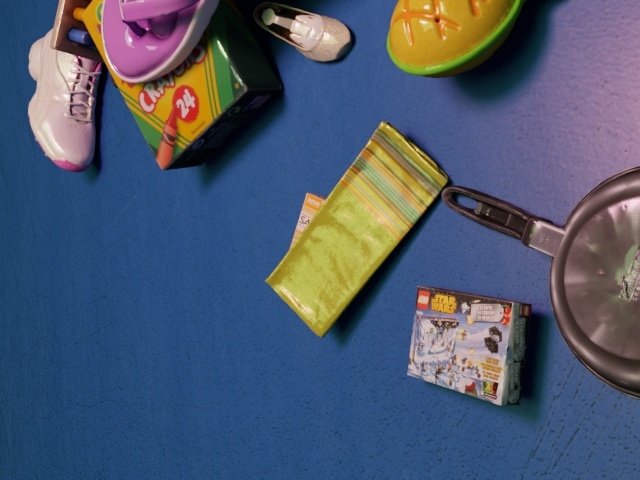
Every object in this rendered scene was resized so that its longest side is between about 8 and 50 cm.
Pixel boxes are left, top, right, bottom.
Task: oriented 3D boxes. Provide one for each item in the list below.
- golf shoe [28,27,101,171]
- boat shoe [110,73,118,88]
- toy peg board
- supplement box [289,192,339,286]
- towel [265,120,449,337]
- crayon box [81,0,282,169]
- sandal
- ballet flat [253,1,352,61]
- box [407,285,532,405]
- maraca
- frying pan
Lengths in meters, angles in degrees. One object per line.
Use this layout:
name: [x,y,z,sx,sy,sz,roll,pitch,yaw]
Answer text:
golf shoe: [-0.448,-0.271,1.446,0.140,0.115,0.306,-35,61,36]
boat shoe: [-0.242,-0.367,1.241,0.114,0.091,0.302,26,103,47]
toy peg board: [-0.331,-0.365,1.301,0.079,0.161,0.160,20,99,33]
supplement box: [0.000,0.000,0.956,0.062,0.036,0.098,27,104,46]
towel: [0.035,-0.010,0.894,0.102,0.021,0.237,46,112,23]
crayon box: [-0.210,-0.284,1.121,0.202,0.081,0.318,-36,78,36]
sandal: [-0.179,-0.345,0.960,0.416,0.102,0.169,-38,76,40]
ballet flat: [-0.029,-0.265,1.019,0.168,0.052,0.057,31,107,46]
box: [0.140,0.097,0.777,0.137,0.027,0.094,8,91,58]
maraca: [0.146,-0.232,0.791,0.186,0.099,0.127,-38,50,8]
frying pan: [0.237,-0.011,0.691,0.197,0.053,0.326,-56,51,26]
